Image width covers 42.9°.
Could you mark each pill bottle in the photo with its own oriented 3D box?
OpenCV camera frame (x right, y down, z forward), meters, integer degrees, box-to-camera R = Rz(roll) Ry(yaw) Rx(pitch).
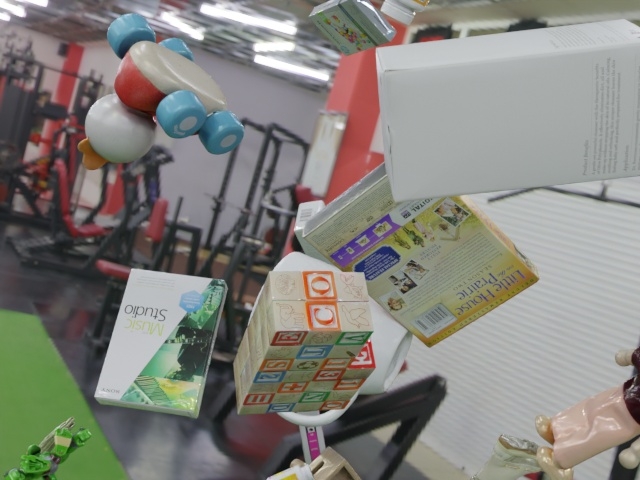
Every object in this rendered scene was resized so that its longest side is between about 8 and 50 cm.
[{"bbox_3d":[-0.056,0.449,1.523,0.083,0.043,0.043,-23,7,-3],"label":"pill bottle"},{"bbox_3d":[0.233,-0.650,2.012,0.117,0.215,0.117,24,19,-9],"label":"pill bottle"}]

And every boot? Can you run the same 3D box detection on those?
[{"bbox_3d":[0.474,0.573,2.007,0.213,0.165,0.077,24,15,-32],"label":"boot"}]

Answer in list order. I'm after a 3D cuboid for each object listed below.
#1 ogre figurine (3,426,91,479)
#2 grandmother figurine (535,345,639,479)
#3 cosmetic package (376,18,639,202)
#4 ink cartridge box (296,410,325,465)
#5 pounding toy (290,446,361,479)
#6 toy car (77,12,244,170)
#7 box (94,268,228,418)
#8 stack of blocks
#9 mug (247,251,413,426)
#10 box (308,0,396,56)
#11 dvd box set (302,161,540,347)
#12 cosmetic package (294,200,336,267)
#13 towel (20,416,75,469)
[{"bbox_3d":[-0.613,0.492,1.807,0.097,0.118,0.197,39,46,-4],"label":"ogre figurine"},{"bbox_3d":[0.479,0.245,1.222,0.104,0.208,0.342,27,-45,-26],"label":"grandmother figurine"},{"bbox_3d":[0.268,-0.184,1.143,0.365,0.197,0.155,-4,26,3],"label":"cosmetic package"},{"bbox_3d":[-0.033,0.458,2.106,0.069,0.371,0.176,-12,28,-3],"label":"ink cartridge box"},{"bbox_3d":[-0.017,0.581,1.938,0.206,0.181,0.094,56,-17,-25],"label":"pounding toy"},{"bbox_3d":[-0.293,-0.198,1.338,0.219,0.238,0.210,56,17,22],"label":"toy car"},{"bbox_3d":[-0.359,0.229,1.861,0.232,0.322,0.058,6,-26,7],"label":"box"},{"bbox_3d":[-0.014,0.151,1.148,0.171,0.087,0.297,0,-31,-16],"label":"stack of blocks"},{"bbox_3d":[0.013,0.251,1.890,0.328,0.374,0.276,22,-22,18],"label":"mug"},{"bbox_3d":[0.075,-0.524,1.972,0.145,0.038,0.186,41,-20,-27],"label":"box"},{"bbox_3d":[0.215,0.023,1.721,0.420,0.307,0.062,41,28,-24],"label":"dvd box set"},{"bbox_3d":[0.000,0.000,2.487,0.085,0.117,0.231,-7,-42,20],"label":"cosmetic package"},{"bbox_3d":[-0.667,0.502,1.998,0.027,0.148,0.110,41,9,3],"label":"towel"}]
